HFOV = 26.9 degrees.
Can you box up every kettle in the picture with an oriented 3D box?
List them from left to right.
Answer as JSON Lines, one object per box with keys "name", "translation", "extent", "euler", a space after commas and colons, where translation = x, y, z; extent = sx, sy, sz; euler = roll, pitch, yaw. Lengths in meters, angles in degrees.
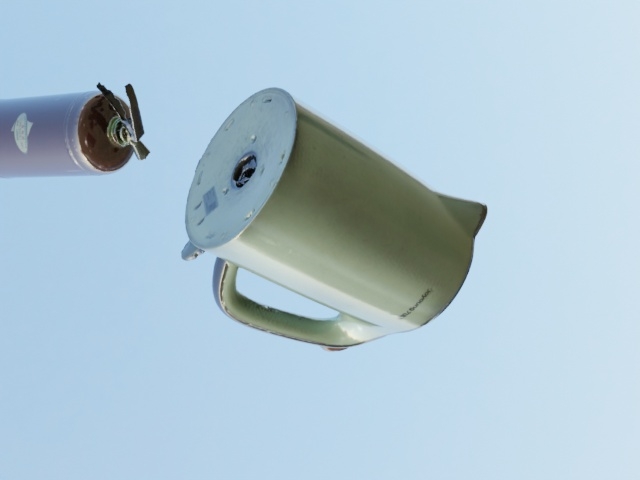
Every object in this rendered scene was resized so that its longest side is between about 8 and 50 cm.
{"name": "kettle", "translation": [0.000, 0.000, 1.293], "extent": [0.255, 0.240, 0.165], "euler": [27, -153, -33]}

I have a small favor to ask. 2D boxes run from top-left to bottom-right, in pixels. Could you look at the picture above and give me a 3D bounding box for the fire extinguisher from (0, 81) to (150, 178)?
{"name": "fire extinguisher", "translation": [-0.353, -0.149, 1.810], "extent": [0.114, 0.337, 0.135], "euler": [-54, -49, -37]}
